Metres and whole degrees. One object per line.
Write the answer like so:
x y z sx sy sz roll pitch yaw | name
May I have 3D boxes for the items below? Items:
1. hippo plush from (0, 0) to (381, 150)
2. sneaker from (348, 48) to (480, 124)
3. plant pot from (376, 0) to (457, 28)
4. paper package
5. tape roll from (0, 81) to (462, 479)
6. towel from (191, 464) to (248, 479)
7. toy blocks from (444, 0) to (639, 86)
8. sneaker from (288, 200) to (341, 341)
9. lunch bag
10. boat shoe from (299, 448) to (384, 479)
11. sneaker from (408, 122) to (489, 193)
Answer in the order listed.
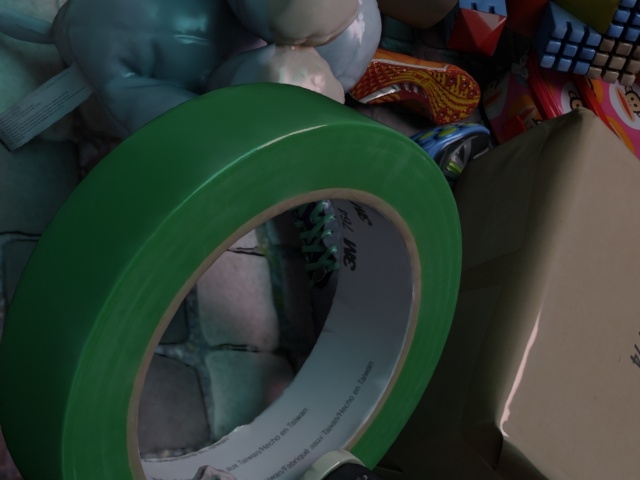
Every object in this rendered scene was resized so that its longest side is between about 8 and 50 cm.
-0.066 -0.124 0.880 0.236 0.294 0.234 9 60 -64 | hippo plush
0.086 -0.159 1.118 0.175 0.064 0.067 12 26 -36 | sneaker
0.001 -0.352 1.050 0.274 0.256 0.256 11 60 -18 | plant pot
0.230 0.115 0.987 0.309 0.168 0.325 40 55 -22 | paper package
-0.045 0.063 0.732 0.321 0.321 0.077 -10 31 -44 | tape roll
-0.024 0.351 0.678 0.332 0.053 0.317 39 72 -19 | towel
0.274 -0.268 1.171 0.381 0.191 0.261 10 43 -7 | toy blocks
0.000 0.000 0.950 0.098 0.083 0.224 33 40 -28 | sneaker
0.298 -0.073 1.230 0.258 0.120 0.293 -15 76 -41 | lunch bag
0.058 0.232 0.826 0.084 0.079 0.233 -52 140 -13 | boat shoe
0.109 -0.058 1.098 0.188 0.067 0.078 -45 121 -47 | sneaker
